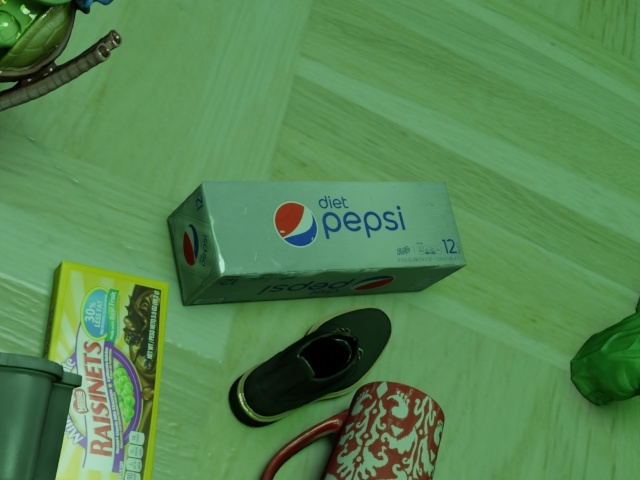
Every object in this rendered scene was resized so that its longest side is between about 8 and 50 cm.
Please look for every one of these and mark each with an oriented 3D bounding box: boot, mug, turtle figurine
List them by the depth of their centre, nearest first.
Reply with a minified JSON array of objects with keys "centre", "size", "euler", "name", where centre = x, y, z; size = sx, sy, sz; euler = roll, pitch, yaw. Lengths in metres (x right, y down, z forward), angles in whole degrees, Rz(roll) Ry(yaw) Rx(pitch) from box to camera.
[{"centre":[-0.320,-0.193,0.934],"size":[0.274,0.266,0.198],"euler":[-2,68,-32],"name":"turtle figurine"},{"centre":[0.038,0.214,1.052],"size":[0.150,0.113,0.169],"euler":[34,51,-15],"name":"mug"},{"centre":[0.024,0.104,1.077],"size":[0.198,0.137,0.077],"euler":[-33,87,-38],"name":"boot"}]

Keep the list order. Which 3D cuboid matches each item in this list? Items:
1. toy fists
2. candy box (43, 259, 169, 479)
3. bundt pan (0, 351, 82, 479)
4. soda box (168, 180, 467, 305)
[{"centre":[0.414,0.098,1.309],"size":[0.279,0.142,0.096],"euler":[-31,85,-37],"name":"toy fists"},{"centre":[-0.193,0.123,1.008],"size":[0.105,0.027,0.206],"euler":[13,61,-22],"name":"candy box"},{"centre":[-0.323,0.147,0.742],"size":[0.330,0.331,0.124],"euler":[6,73,-28],"name":"bundt pan"},{"centre":[0.000,0.000,1.142],"size":[0.286,0.091,0.098],"euler":[-2,70,-31],"name":"soda box"}]
